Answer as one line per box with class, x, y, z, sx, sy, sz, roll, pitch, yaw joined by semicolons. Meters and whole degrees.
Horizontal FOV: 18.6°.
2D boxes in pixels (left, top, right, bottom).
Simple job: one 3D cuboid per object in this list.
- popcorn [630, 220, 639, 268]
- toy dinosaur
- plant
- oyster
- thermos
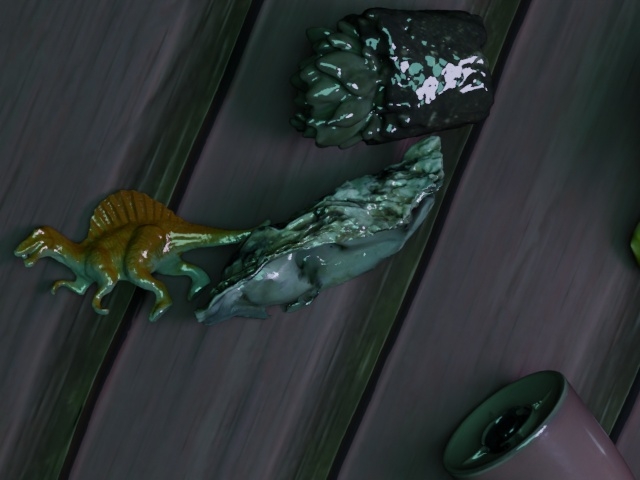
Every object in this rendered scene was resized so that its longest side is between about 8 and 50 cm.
popcorn;0.443;-0.103;1.865;0.321;0.290;0.325;-25;66;-5
toy dinosaur;-0.171;0.002;1.877;0.212;0.057;0.142;-37;81;-18
plant;0.063;-0.158;1.870;0.194;0.129;0.132;-8;90;-13
oyster;0.002;0.003;1.849;0.252;0.199;0.087;-46;64;23
thermos;0.246;0.279;1.899;0.176;0.146;0.265;-46;106;-30
